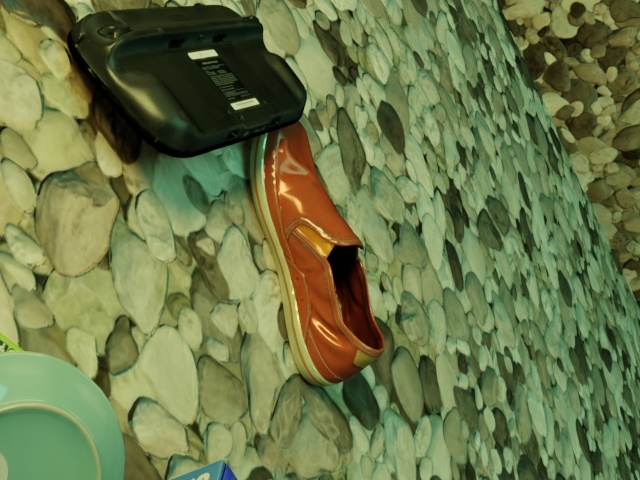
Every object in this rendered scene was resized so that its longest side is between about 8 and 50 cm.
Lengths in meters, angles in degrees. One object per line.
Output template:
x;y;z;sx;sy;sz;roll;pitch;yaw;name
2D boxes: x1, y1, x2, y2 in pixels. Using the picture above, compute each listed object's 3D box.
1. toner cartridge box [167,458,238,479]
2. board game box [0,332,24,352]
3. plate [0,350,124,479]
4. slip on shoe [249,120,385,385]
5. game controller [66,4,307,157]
-0.043;0.373;0.771;0.348;0.075;0.165;63;12;-18;toner cartridge box
-0.231;0.121;0.644;0.181;0.043;0.092;50;36;-35;board game box
-0.204;0.167;0.604;0.188;0.024;0.188;-7;100;-44;plate
0.000;0.000;1.079;0.123;0.101;0.332;4;70;-59;slip on shoe
-0.123;-0.174;0.968;0.166;0.067;0.319;57;29;1;game controller
